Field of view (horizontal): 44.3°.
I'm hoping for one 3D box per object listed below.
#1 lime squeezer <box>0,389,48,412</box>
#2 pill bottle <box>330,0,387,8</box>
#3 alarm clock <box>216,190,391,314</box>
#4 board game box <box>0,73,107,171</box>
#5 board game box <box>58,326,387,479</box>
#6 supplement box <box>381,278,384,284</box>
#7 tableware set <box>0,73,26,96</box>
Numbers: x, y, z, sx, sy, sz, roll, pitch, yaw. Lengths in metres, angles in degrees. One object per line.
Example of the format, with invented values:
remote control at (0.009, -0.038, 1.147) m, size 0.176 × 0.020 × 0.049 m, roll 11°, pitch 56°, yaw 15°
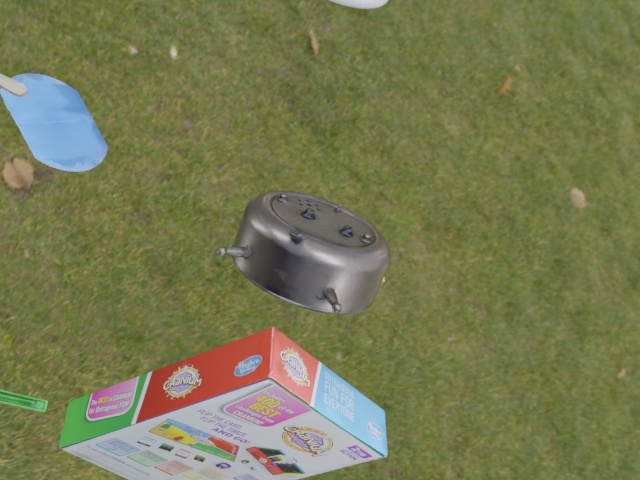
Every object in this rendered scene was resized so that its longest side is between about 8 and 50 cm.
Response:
lime squeezer at (-0.368, 0.128, 0.779) m, size 0.110 × 0.310 × 0.059 m, roll -13°, pitch 68°, yaw -7°
pill bottle at (0.069, -0.492, 1.162) m, size 0.146 × 0.264 × 0.146 m, roll 12°, pitch 35°, yaw -9°
alarm clock at (0.000, 0.000, 0.681) m, size 0.129 × 0.064 × 0.192 m, roll 25°, pitch 18°, yaw 11°
board game box at (-0.389, -0.163, 1.139) m, size 0.133 × 0.033 × 0.168 m, roll -19°, pitch 76°, yaw -55°
board game box at (-0.114, 0.230, 0.958) m, size 0.242 × 0.316 × 0.064 m, roll 44°, pitch 34°, yaw -41°
supplement box at (0.036, 0.035, 0.862) m, size 0.062 × 0.098 × 0.036 m, roll -4°, pitch 82°, yaw 1°
tableware set at (-0.357, -0.118, 0.641) m, size 0.194 × 0.039 × 0.128 m, roll 28°, pitch 59°, yaw -5°
